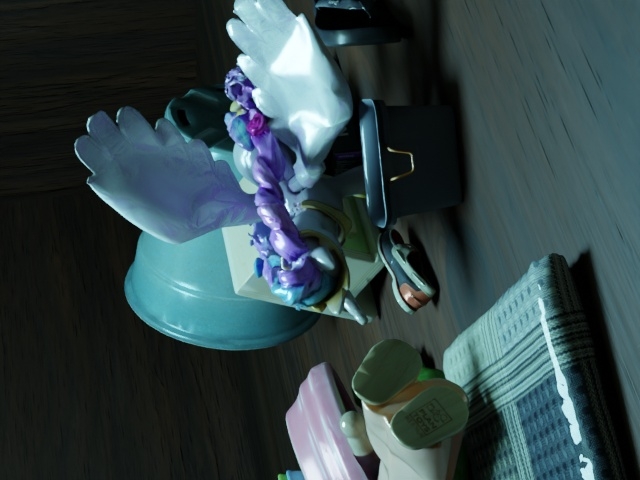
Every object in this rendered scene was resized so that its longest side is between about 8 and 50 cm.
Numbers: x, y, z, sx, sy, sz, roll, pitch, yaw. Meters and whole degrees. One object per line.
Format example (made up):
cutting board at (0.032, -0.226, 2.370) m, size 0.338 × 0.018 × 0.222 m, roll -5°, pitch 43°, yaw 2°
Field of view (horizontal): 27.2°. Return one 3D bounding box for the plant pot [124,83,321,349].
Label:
plant pot at (-0.138, -0.055, 2.162) m, size 0.341 × 0.341 × 0.334 m, roll -112°, pitch 27°, yaw -55°

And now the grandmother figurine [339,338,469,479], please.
grandmother figurine at (0.100, 0.254, 1.351) m, size 0.208 × 0.104 × 0.342 m, roll 56°, pitch 163°, yaw 35°

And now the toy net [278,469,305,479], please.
toy net at (0.010, 0.407, 1.729) m, size 0.122 × 0.045 × 0.232 m, roll 65°, pitch -179°, yaw -48°

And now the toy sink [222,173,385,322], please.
toy sink at (0.000, 0.000, 1.814) m, size 0.131 × 0.234 × 0.153 m, roll -49°, pitch 40°, yaw 36°

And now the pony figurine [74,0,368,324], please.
pony figurine at (-0.052, -0.090, 1.507) m, size 0.351 × 0.303 × 0.363 m, roll 50°, pitch -163°, yaw -13°

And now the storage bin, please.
storage bin at (0.098, -0.087, 1.398) m, size 0.098 × 0.091 × 0.135 m, roll -154°, pitch 57°, yaw -78°

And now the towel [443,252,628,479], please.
towel at (0.201, 0.200, 1.183) m, size 0.324 × 0.056 × 0.312 m, roll 119°, pitch 140°, yaw -69°

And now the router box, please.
router box at (0.015, -0.156, 1.936) m, size 0.133 × 0.046 × 0.179 m, roll 99°, pitch 161°, yaw -56°

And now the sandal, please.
sandal at (0.033, -0.283, 1.608) m, size 0.254 × 0.097 × 0.054 m, roll -119°, pitch 24°, yaw -65°

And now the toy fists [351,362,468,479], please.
toy fists at (0.101, 0.212, 1.576) m, size 0.279 × 0.096 × 0.142 m, roll -147°, pitch 51°, yaw -79°

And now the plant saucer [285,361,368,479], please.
plant saucer at (0.042, 0.323, 1.713) m, size 0.332 × 0.084 × 0.332 m, roll -25°, pitch -90°, yaw -88°

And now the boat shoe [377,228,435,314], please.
boat shoe at (0.104, 0.030, 1.586) m, size 0.043 × 0.049 × 0.137 m, roll -43°, pitch 35°, yaw 22°
